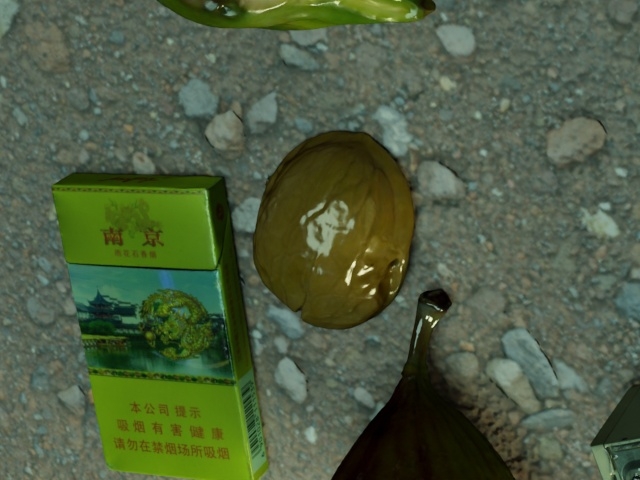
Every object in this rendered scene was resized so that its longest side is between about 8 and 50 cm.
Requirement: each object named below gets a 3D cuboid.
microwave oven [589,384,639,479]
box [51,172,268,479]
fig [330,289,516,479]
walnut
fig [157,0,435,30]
[{"bbox_3d":[0.382,0.252,1.797,0.194,0.145,0.240,-14,105,34],"label":"microwave oven"},{"bbox_3d":[-0.165,0.092,2.058,0.187,0.047,0.335,3,112,26],"label":"box"},{"bbox_3d":[0.105,0.209,1.922,0.217,0.217,0.320,2,85,26],"label":"fig"},{"bbox_3d":[-0.001,-0.001,1.908,0.167,0.087,0.211,25,121,20],"label":"walnut"},{"bbox_3d":[-0.025,-0.261,1.760,0.275,0.206,0.206,23,123,-8],"label":"fig"}]
